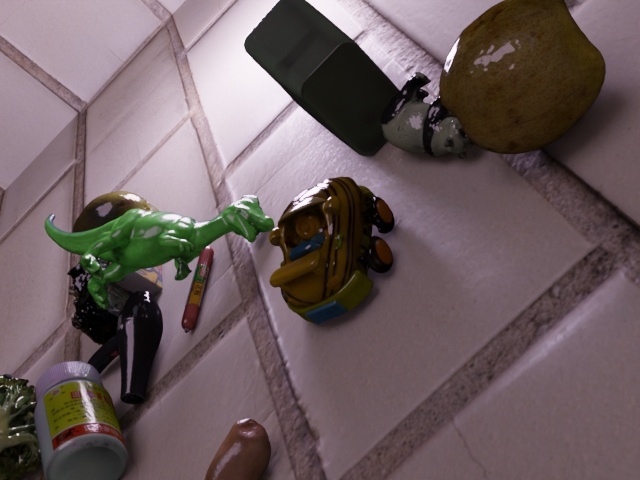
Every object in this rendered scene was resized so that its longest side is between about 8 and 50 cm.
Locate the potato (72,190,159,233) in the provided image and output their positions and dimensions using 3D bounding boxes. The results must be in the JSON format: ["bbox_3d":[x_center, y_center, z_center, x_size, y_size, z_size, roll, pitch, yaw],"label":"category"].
[{"bbox_3d":[-0.487,-0.029,1.903,0.251,0.174,0.159,-27,37,32],"label":"potato"}]

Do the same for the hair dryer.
[{"bbox_3d":[-0.409,0.248,1.610,0.271,0.091,0.235,-36,42,36],"label":"hair dryer"}]

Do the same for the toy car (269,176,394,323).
[{"bbox_3d":[0.000,0.000,1.270,0.200,0.142,0.248,-28,38,30],"label":"toy car"}]

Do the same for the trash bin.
[{"bbox_3d":[0.010,-0.310,1.541,0.158,0.223,0.343,-44,33,8],"label":"trash bin"}]

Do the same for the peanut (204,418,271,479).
[{"bbox_3d":[-0.122,0.324,1.136,0.076,0.076,0.152,6,66,55],"label":"peanut"}]

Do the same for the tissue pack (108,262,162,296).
[{"bbox_3d":[-0.403,0.053,1.768,0.060,0.108,0.148,-44,32,18],"label":"tissue pack"}]

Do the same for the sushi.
[{"bbox_3d":[-0.474,0.121,1.750,0.115,0.147,0.212,-41,33,16],"label":"sushi"}]

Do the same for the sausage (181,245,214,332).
[{"bbox_3d":[-0.240,0.091,1.592,0.029,0.029,0.223,-28,37,32],"label":"sausage"}]

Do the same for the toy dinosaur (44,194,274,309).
[{"bbox_3d":[-0.359,-0.053,1.673,0.374,0.144,0.500,-34,41,-14],"label":"toy dinosaur"}]

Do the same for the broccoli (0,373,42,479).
[{"bbox_3d":[-0.680,0.416,1.634,0.180,0.242,0.273,-53,15,40],"label":"broccoli"}]

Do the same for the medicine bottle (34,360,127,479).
[{"bbox_3d":[-0.430,0.329,1.438,0.139,0.139,0.225,-46,39,6],"label":"medicine bottle"}]

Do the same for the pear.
[{"bbox_3d":[0.272,-0.230,1.130,0.211,0.188,0.228,-30,35,16],"label":"pear"}]

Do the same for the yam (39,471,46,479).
[{"bbox_3d":[-0.480,0.396,1.532,0.061,0.061,0.253,-24,38,36],"label":"yam"}]

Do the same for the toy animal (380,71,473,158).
[{"bbox_3d":[0.182,-0.193,1.304,0.225,0.094,0.121,26,87,50],"label":"toy animal"}]
